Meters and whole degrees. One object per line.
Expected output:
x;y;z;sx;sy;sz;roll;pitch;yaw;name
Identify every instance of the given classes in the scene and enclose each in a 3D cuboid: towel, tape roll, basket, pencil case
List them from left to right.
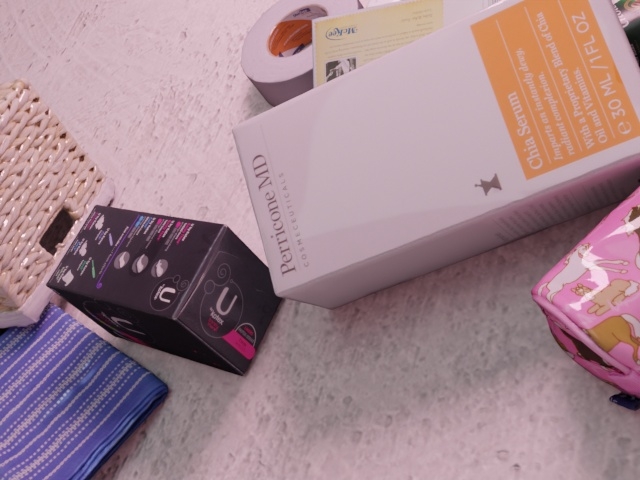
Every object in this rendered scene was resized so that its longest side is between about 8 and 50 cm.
-0.580;-0.051;1.388;0.331;0.266;0.328;-8;41;27;basket
-0.396;0.224;1.211;0.336;0.040;0.243;25;62;37;towel
-0.021;-0.318;1.390;0.219;0.072;0.219;-18;49;22;tape roll
0.389;-0.014;0.820;0.386;0.160;0.167;-43;81;-2;pencil case

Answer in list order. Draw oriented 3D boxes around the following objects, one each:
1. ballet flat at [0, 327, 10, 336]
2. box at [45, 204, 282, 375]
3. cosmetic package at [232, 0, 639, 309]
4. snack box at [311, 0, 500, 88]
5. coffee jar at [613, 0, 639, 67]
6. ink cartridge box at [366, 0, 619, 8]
-0.457;0.175;1.347;0.057;0.049;0.173;-29;44;-27;ballet flat
-0.210;0.063;1.164;0.270;0.165;0.143;8;62;39;box
0.146;-0.103;0.998;0.453;0.161;0.230;-23;72;19;cosmetic package
0.135;-0.234;1.169;0.321;0.060;0.187;-2;88;33;snack box
0.377;-0.252;1.062;0.184;0.079;0.096;-29;46;14;coffee jar
0.292;-0.415;1.268;0.384;0.091;0.308;10;62;20;ink cartridge box
